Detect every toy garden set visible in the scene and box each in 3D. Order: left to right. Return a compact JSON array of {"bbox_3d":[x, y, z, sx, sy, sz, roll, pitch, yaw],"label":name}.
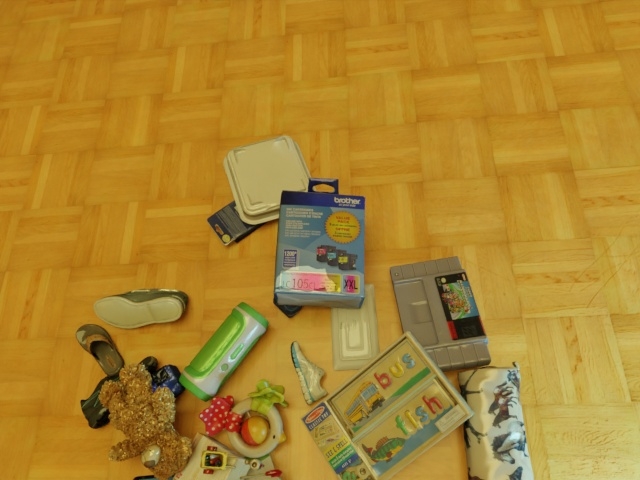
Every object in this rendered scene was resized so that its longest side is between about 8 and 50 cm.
[{"bbox_3d":[-0.212,0.635,1.281,0.244,0.049,0.203,2,66,10],"label":"toy garden set"}]

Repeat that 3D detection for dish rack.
[{"bbox_3d":[-0.179,-0.232,1.789,0.286,0.072,0.332,-16,62,-10],"label":"dish rack"}]

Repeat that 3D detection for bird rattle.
[{"bbox_3d":[-0.207,0.516,1.452,0.254,0.143,0.206,-26,73,-2],"label":"bird rattle"}]

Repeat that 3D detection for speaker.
[{"bbox_3d":[-0.290,0.334,1.546,0.131,0.131,0.296,33,74,20],"label":"speaker"}]

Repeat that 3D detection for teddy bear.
[{"bbox_3d":[-0.500,0.506,1.418,0.245,0.113,0.337,-23,72,3],"label":"teddy bear"}]

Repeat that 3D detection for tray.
[{"bbox_3d":[0.104,0.262,1.577,0.145,0.030,0.270,-5,65,7],"label":"tray"}]

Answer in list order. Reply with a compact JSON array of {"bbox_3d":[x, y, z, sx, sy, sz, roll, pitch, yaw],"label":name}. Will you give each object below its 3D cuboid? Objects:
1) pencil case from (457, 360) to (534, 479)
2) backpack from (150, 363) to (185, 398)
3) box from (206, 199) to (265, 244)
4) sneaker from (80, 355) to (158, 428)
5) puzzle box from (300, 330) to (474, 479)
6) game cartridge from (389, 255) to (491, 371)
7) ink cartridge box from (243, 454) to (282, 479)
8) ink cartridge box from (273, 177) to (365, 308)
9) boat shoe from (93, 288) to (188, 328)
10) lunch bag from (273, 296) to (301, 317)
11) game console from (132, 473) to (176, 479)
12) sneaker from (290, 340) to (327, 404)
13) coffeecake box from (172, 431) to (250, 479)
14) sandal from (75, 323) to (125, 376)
[{"bbox_3d":[0.471,0.524,1.338,0.184,0.160,0.410,1,66,-3],"label":"pencil case"},{"bbox_3d":[-0.481,0.444,1.538,0.120,0.098,0.101,-34,70,-9],"label":"backpack"},{"bbox_3d":[-0.271,-0.086,1.779,0.225,0.036,0.136,-35,66,-11],"label":"box"},{"bbox_3d":[-0.620,0.444,1.557,0.267,0.101,0.106,-44,65,-12],"label":"sneaker"},{"bbox_3d":[0.170,0.476,1.384,0.409,0.052,0.272,-43,65,11],"label":"puzzle box"},{"bbox_3d":[0.349,0.213,1.513,0.230,0.068,0.355,-12,53,7],"label":"game cartridge"},{"bbox_3d":[-0.172,0.716,1.385,0.189,0.097,0.255,-32,32,-6],"label":"ink cartridge box"},{"bbox_3d":[0.000,0.000,1.582,0.270,0.151,0.395,3,66,-3],"label":"ink cartridge box"},{"bbox_3d":[-0.586,0.214,1.675,0.320,0.116,0.099,-4,22,13],"label":"boat shoe"},{"bbox_3d":[-0.106,0.193,1.616,0.067,0.065,0.098,-36,69,-29],"label":"lunch bag"},{"bbox_3d":[-0.476,0.725,1.421,0.144,0.124,0.085,-8,92,5],"label":"game console"},{"bbox_3d":[-0.034,0.388,1.525,0.083,0.071,0.190,-19,73,-8],"label":"sneaker"},{"bbox_3d":[-0.300,0.637,1.401,0.186,0.068,0.142,10,65,42],"label":"coffeecake box"},{"bbox_3d":[-0.713,0.348,1.633,0.090,0.060,0.219,-40,67,-10],"label":"sandal"}]
